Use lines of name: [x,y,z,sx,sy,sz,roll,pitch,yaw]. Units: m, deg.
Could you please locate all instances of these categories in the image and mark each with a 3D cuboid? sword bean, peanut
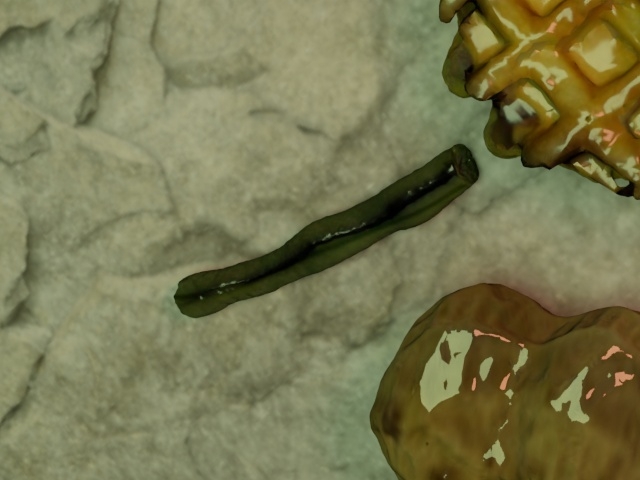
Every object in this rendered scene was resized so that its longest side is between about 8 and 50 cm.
sword bean: [0.000,0.001,1.117,0.269,0.038,0.043,-25,95,25]
peanut: [0.151,0.129,1.040,0.233,0.110,0.197,14,110,19]

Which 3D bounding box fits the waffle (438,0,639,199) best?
waffle: [0.258,-0.207,0.946,0.379,0.095,0.382,11,101,19]
